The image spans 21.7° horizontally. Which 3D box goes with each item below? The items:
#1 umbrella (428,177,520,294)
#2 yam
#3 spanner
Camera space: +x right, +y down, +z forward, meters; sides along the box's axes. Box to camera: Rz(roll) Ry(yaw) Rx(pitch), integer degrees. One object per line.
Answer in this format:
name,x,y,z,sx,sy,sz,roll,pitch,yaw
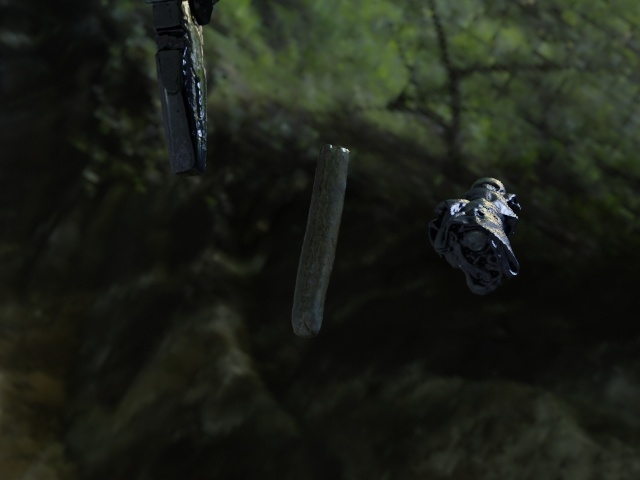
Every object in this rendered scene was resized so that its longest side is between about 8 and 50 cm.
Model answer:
umbrella,0.142,-0.014,1.541,0.071,0.080,0.224,-36,-172,17
yam,0.000,0.000,0.977,0.021,0.021,0.116,156,-55,-70
spanner,-0.098,-0.201,1.094,0.095,0.040,0.325,34,50,-74
